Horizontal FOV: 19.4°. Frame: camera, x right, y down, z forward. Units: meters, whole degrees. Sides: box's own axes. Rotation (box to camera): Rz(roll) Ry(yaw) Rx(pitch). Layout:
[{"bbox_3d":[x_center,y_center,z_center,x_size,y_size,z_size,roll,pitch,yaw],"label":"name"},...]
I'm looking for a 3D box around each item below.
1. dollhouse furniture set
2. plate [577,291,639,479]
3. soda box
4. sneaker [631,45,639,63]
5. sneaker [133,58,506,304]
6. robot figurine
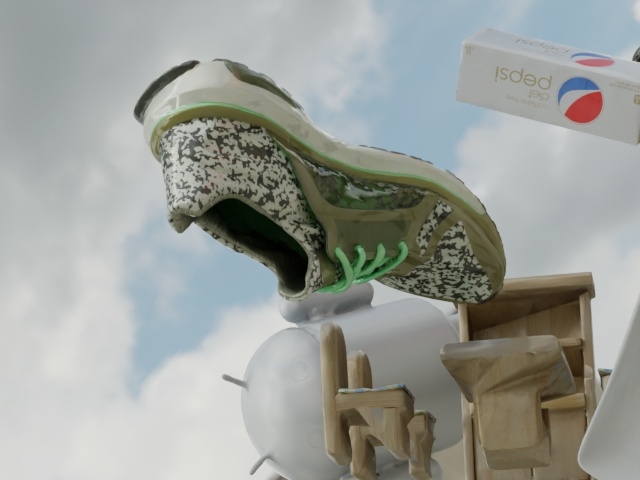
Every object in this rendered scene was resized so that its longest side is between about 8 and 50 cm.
[{"bbox_3d":[0.213,0.127,2.028,0.394,0.362,0.256,54,-148,-70],"label":"dollhouse furniture set"},{"bbox_3d":[0.373,0.163,1.573,0.045,0.277,0.278,-44,-24,-41],"label":"plate"},{"bbox_3d":[0.260,-0.169,2.035,0.069,0.216,0.074,-37,-43,-56],"label":"soda box"},{"bbox_3d":[0.554,-0.251,2.503,0.135,0.276,0.097,-79,-18,-63],"label":"sneaker"},{"bbox_3d":[0.000,0.000,1.746,0.410,0.182,0.158,25,-42,-26],"label":"sneaker"},{"bbox_3d":[0.051,0.189,2.329,0.353,0.300,0.200,-12,-22,-27],"label":"robot figurine"}]
